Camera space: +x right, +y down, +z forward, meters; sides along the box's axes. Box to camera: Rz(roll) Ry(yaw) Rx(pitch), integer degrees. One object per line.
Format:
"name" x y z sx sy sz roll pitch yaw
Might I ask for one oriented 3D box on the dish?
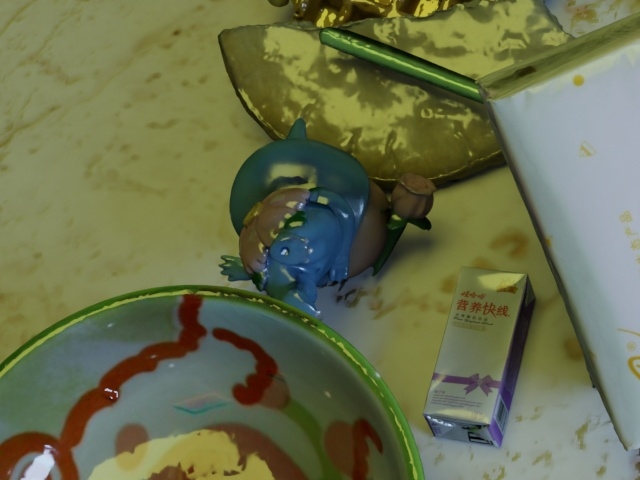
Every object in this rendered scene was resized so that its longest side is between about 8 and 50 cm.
"dish" -0.084 0.197 0.811 0.324 0.124 0.324 -6 62 11

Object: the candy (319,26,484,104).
"candy" 0.139 -0.090 0.910 0.323 0.097 0.097 24 69 21

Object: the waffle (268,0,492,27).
"waffle" 0.064 -0.262 1.051 0.249 0.056 0.253 -9 75 16

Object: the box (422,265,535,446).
"box" 0.107 0.076 0.867 0.050 0.036 0.117 5 60 22

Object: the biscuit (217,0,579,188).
"biscuit" 0.060 -0.108 0.978 0.289 0.038 0.141 -2 82 13

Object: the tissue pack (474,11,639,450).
"tissue pack" 0.218 -0.022 0.765 0.185 0.225 0.124 -22 12 7

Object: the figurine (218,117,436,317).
"figurine" 0.004 -0.003 0.906 0.144 0.114 0.178 10 24 -2
